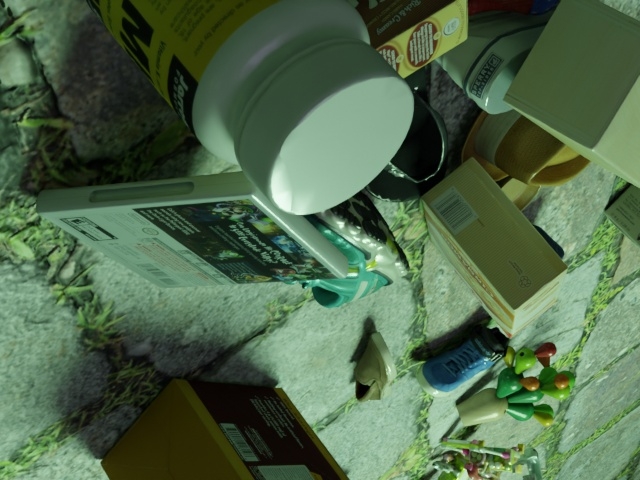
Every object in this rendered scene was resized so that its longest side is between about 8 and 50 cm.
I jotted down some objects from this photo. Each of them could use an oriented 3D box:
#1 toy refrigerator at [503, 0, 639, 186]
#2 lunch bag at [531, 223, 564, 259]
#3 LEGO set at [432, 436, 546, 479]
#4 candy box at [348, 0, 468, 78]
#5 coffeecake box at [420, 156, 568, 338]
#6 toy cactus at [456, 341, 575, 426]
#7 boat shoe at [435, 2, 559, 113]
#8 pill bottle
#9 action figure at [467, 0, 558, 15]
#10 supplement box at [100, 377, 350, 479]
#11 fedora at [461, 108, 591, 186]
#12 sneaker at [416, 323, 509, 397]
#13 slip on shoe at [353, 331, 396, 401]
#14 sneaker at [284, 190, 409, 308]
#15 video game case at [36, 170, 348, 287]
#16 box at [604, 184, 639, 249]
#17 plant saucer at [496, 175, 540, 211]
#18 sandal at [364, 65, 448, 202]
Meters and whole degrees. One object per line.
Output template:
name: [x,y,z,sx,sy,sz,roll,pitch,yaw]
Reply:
toy refrigerator: [0.251,-0.119,0.954,0.102,0.094,0.269,-60,155,10]
lunch bag: [0.238,0.034,1.346,0.098,0.067,0.065,-24,147,-25]
LEGO set: [0.215,0.380,1.770,0.107,0.132,0.287,20,141,-39]
candy box: [-0.002,-0.142,0.777,0.187,0.109,0.053,-33,150,-11]
coffeecake box: [0.174,0.013,1.127,0.068,0.142,0.185,-38,164,-1]
toy cactus: [0.289,0.221,1.662,0.181,0.112,0.219,-21,154,4]
boat shoe: [0.190,-0.176,0.982,0.258,0.084,0.095,-14,140,-53]
pill bottle: [-0.046,-0.119,0.653,0.119,0.208,0.119,-29,149,-20]
action figure: [0.238,-0.254,0.942,0.280,0.139,0.091,-2,141,-17]
supplement box: [-0.083,0.258,1.154,0.129,0.191,0.194,-49,149,16]
fedora: [0.234,-0.111,1.129,0.194,0.079,0.194,-28,149,-19]
sneaker: [0.192,0.153,1.464,0.152,0.058,0.084,-10,145,-49]
slip on shoe: [0.061,0.155,1.334,0.041,0.051,0.135,-20,153,-11]
sneaker: [0.000,0.000,0.993,0.110,0.107,0.275,-32,151,5]
video game case: [-0.091,-0.003,0.850,0.173,0.022,0.190,-4,159,21]
box: [0.512,-0.096,1.459,0.275,0.094,0.113,-49,150,17]
plant saucer: [0.214,-0.054,1.250,0.083,0.015,0.083,-29,149,-20]
sandal: [0.069,-0.098,0.976,0.097,0.054,0.254,-38,151,-5]
